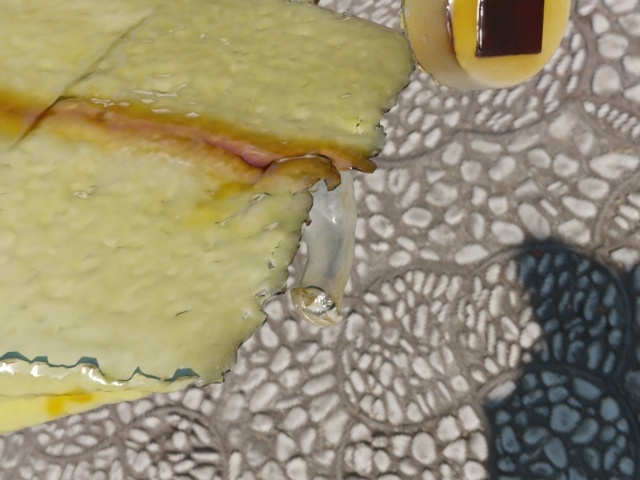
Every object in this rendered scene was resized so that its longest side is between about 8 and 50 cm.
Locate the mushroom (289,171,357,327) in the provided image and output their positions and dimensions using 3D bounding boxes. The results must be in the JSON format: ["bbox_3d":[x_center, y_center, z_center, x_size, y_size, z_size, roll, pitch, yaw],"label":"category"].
[{"bbox_3d":[0.004,0.002,1.256,0.081,0.092,0.223,-14,74,50],"label":"mushroom"}]

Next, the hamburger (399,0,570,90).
[{"bbox_3d":[0.266,-0.383,1.601,0.302,0.302,0.170,-50,31,-5],"label":"hamburger"}]

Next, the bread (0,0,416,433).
[{"bbox_3d":[-0.180,-0.062,0.451,0.405,0.242,0.345,-11,39,14],"label":"bread"}]
